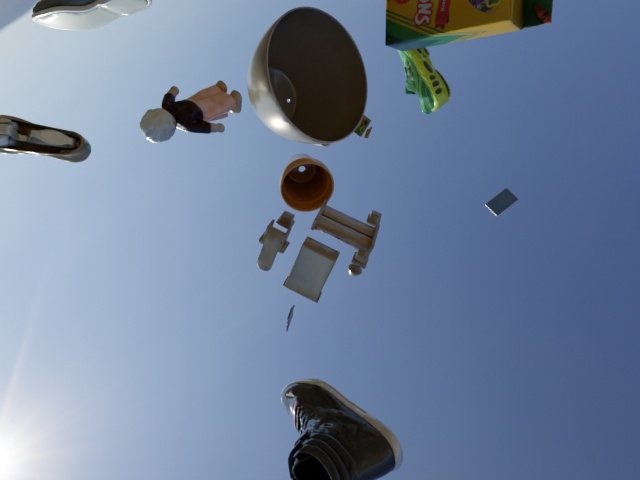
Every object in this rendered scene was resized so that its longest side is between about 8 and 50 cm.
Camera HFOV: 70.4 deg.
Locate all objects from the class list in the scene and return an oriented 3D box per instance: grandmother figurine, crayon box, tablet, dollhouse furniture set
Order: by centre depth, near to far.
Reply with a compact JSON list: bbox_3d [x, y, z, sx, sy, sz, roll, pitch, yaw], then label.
[{"bbox_3d":[0.281,-0.507,0.889,0.318,0.202,0.081,6,-169,39],"label":"crayon box"},{"bbox_3d":[-0.366,-0.362,1.297,0.207,0.104,0.342,29,-139,16],"label":"grandmother figurine"},{"bbox_3d":[0.552,-0.117,1.381,0.083,0.006,0.054,-38,-115,2],"label":"tablet"},{"bbox_3d":[0.000,0.000,1.409,0.303,0.174,0.355,26,-146,1],"label":"dollhouse furniture set"}]

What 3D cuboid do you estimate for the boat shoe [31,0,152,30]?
[{"bbox_3d":[-0.545,-0.579,1.073,0.319,0.099,0.116,-5,-175,17],"label":"boat shoe"}]

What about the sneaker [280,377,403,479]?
[{"bbox_3d":[-0.017,0.329,0.778,0.146,0.105,0.295,-12,-166,-38],"label":"sneaker"}]

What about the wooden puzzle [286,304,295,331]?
[{"bbox_3d":[-0.089,0.224,1.335,0.006,0.049,0.083,13,-135,6],"label":"wooden puzzle"}]

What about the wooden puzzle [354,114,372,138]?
[{"bbox_3d":[0.148,-0.432,1.690,0.116,0.014,0.079,39,-73,33],"label":"wooden puzzle"}]

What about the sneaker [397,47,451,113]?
[{"bbox_3d":[0.298,-0.528,1.436,0.123,0.109,0.296,-45,-122,47],"label":"sneaker"}]

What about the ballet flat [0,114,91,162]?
[{"bbox_3d":[-0.576,-0.207,0.885,0.073,0.232,0.080,165,-72,-66],"label":"ballet flat"}]

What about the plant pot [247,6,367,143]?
[{"bbox_3d":[-0.058,-0.352,1.042,0.191,0.284,0.284,1,-130,49],"label":"plant pot"}]

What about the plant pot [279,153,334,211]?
[{"bbox_3d":[-0.064,-0.245,1.765,0.205,0.205,0.188,-29,-146,7],"label":"plant pot"}]

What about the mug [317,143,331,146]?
[{"bbox_3d":[-0.006,-0.325,1.393,0.062,0.078,0.064,-39,-150,-28],"label":"mug"}]
